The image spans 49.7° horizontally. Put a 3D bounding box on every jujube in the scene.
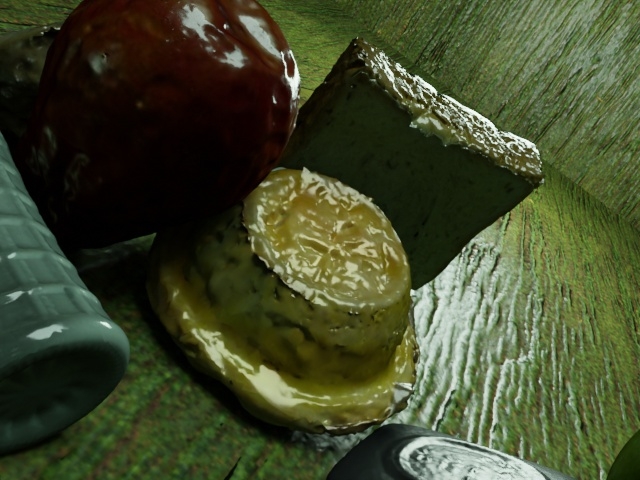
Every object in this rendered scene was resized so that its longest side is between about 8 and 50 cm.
[{"bbox_3d":[-0.138,-0.091,0.545,0.190,0.255,0.190,37,38,-37],"label":"jujube"}]

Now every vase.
[{"bbox_3d":[-0.237,-0.017,0.445,0.143,0.143,0.299,0,44,-53],"label":"vase"}]

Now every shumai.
[{"bbox_3d":[-0.243,-0.135,0.660,0.161,0.209,0.153,-104,178,-62],"label":"shumai"}]

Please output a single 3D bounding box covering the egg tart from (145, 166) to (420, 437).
[{"bbox_3d":[-0.015,0.035,0.624,0.288,0.118,0.288,20,42,-19],"label":"egg tart"}]

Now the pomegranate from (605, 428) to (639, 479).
[{"bbox_3d":[0.386,0.243,0.561,0.291,0.323,0.291,10,44,-10],"label":"pomegranate"}]

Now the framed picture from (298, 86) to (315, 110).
[{"bbox_3d":[0.019,-0.198,1.269,0.324,0.013,0.244,46,26,24],"label":"framed picture"}]

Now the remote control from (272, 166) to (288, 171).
[{"bbox_3d":[0.000,0.000,0.780,0.190,0.087,0.029,39,29,6],"label":"remote control"}]

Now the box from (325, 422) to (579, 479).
[{"bbox_3d":[0.114,0.189,0.508,0.201,0.042,0.212,10,4,24],"label":"box"}]

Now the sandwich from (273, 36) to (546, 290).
[{"bbox_3d":[0.081,-0.078,0.835,0.273,0.249,0.095,28,38,-18],"label":"sandwich"}]
